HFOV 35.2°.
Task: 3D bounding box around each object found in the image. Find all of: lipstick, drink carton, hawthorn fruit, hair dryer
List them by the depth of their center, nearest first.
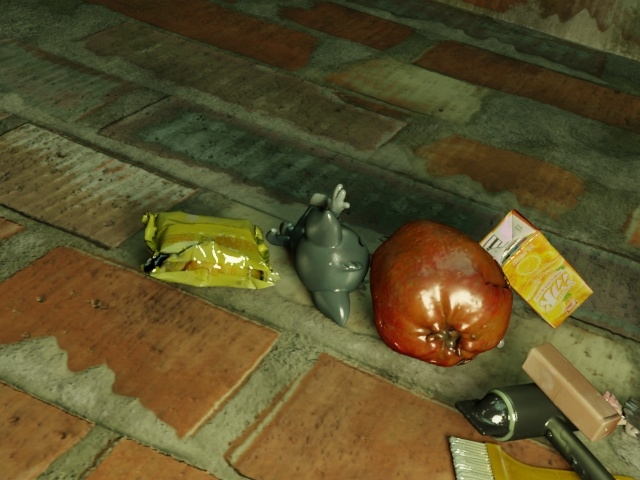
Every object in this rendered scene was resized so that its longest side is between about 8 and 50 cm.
[{"bbox_3d":[0.321,0.284,1.351,0.195,0.078,0.248,-3,32,-30],"label":"hair dryer"},{"bbox_3d":[0.341,0.206,1.381,0.045,0.045,0.145,-11,46,-35],"label":"lipstick"},{"bbox_3d":[0.165,0.062,1.565,0.211,0.211,0.299,-1,31,-21],"label":"hawthorn fruit"},{"bbox_3d":[0.350,0.051,1.644,0.223,0.096,0.071,38,8,-43],"label":"drink carton"}]

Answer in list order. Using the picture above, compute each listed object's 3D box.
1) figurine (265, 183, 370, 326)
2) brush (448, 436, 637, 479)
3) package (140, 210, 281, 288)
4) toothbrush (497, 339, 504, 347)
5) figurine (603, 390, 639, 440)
[{"bbox_3d":[-0.005,0.000,1.655,0.140,0.193,0.265,-14,26,-36],"label":"figurine"},{"bbox_3d":[0.310,0.319,1.364,0.272,0.013,0.103,9,30,-7],"label":"brush"},{"bbox_3d":[-0.182,0.017,1.636,0.226,0.090,0.168,5,34,-17],"label":"package"},{"bbox_3d":[0.259,0.101,1.719,0.024,0.018,0.257,-1,32,-15],"label":"toothbrush"},{"bbox_3d":[0.446,0.258,1.479,0.129,0.054,0.072,21,35,20],"label":"figurine"}]
